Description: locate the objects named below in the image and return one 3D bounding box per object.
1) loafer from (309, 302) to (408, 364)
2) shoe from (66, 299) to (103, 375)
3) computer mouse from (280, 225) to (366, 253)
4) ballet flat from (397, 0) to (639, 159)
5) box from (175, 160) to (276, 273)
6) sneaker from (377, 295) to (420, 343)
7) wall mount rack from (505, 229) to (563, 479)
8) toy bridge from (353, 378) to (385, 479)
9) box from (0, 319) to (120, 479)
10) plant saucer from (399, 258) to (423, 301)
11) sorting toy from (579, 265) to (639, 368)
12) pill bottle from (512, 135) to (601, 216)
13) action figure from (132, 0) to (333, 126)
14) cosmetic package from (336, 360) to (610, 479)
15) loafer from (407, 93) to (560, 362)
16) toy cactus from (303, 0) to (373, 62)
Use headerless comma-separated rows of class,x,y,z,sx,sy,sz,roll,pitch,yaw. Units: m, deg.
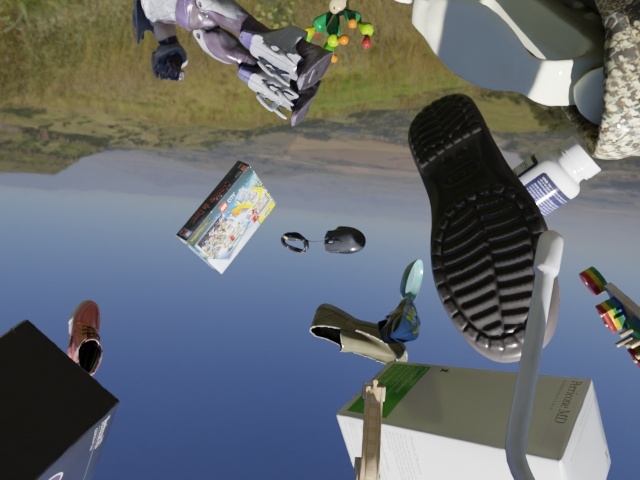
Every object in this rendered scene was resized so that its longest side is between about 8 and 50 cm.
loafer,0.081,0.236,1.068,0.251,0.095,0.087,19,-138,27
shoe,-0.470,0.197,0.922,0.081,0.178,0.063,-25,141,33
computer mouse,0.000,0.000,1.165,0.241,0.071,0.041,-2,178,26
ballet flat,0.157,-0.246,0.405,0.181,0.483,0.164,-21,142,3
box,-0.220,-0.054,1.107,0.044,0.233,0.159,26,161,33
sneaker,0.149,0.153,0.876,0.078,0.067,0.188,-20,179,16
wall mount rack,0.170,0.107,0.194,0.130,0.304,0.350,-18,159,-8
toy bridge,0.048,0.239,0.468,0.026,0.188,0.063,5,171,4
box,-0.273,0.208,0.346,0.103,0.261,0.184,37,-139,3
plant saucer,0.218,0.100,1.106,0.021,0.120,0.119,14,-171,28
sorting toy,0.487,0.157,0.692,0.046,0.132,0.275,-34,-157,13
pill bottle,0.357,-0.089,0.749,0.169,0.094,0.094,-41,157,32
action figure,-0.125,-0.246,0.508,0.284,0.099,0.185,32,148,0
cosmetic package,0.235,0.320,0.741,0.365,0.155,0.197,-10,-169,42
loafer,0.215,-0.027,0.579,0.133,0.366,0.130,-24,144,32
toy cactus,0.047,-0.535,1.123,0.112,0.181,0.218,9,-177,-43
